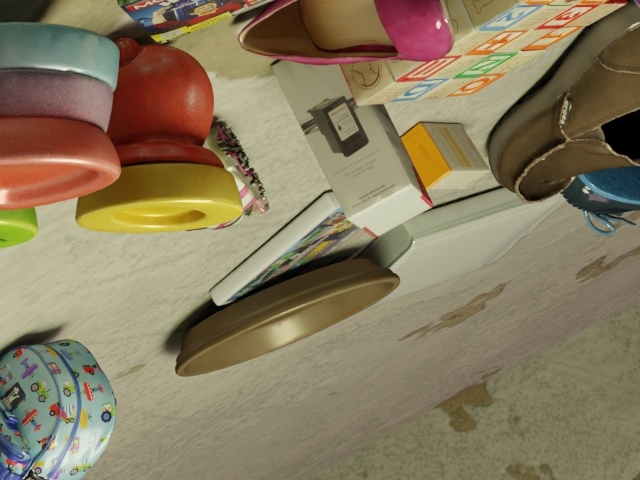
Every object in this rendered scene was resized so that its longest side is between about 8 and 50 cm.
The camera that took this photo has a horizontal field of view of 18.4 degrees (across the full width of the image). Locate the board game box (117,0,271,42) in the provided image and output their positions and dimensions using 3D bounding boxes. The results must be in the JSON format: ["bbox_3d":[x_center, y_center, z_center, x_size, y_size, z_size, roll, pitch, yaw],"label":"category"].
[{"bbox_3d":[-0.040,-0.201,1.262,0.194,0.060,0.194,-21,174,3],"label":"board game box"}]

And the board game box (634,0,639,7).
[{"bbox_3d":[0.459,-0.219,1.934,0.275,0.142,0.144,8,133,-48],"label":"board game box"}]

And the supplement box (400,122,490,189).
[{"bbox_3d":[0.127,-0.086,2.027,0.036,0.062,0.098,-38,163,25],"label":"supplement box"}]

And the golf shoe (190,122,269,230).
[{"bbox_3d":[-0.094,-0.044,1.720,0.086,0.067,0.186,-28,166,-4],"label":"golf shoe"}]

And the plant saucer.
[{"bbox_3d":[-0.042,0.085,2.248,0.278,0.041,0.278,-23,172,-4],"label":"plant saucer"}]

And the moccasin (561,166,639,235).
[{"bbox_3d":[0.367,-0.071,2.416,0.117,0.138,0.342,-34,165,32],"label":"moccasin"}]

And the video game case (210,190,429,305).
[{"bbox_3d":[0.000,0.000,2.151,0.201,0.023,0.183,-39,164,34],"label":"video game case"}]

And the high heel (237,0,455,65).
[{"bbox_3d":[0.016,-0.155,1.404,0.117,0.082,0.244,-22,-163,-9],"label":"high heel"}]

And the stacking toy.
[{"bbox_3d":[-0.226,-0.080,1.363,0.279,0.130,0.309,-7,170,19],"label":"stacking toy"}]

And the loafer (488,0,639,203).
[{"bbox_3d":[0.292,-0.122,2.098,0.133,0.130,0.366,-23,164,-25],"label":"loafer"}]

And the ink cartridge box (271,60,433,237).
[{"bbox_3d":[0.027,-0.088,1.650,0.063,0.150,0.109,-29,166,9],"label":"ink cartridge box"}]

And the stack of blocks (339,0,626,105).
[{"bbox_3d":[0.166,-0.212,1.539,0.297,0.087,0.171,-29,168,36],"label":"stack of blocks"}]

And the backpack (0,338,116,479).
[{"bbox_3d":[-0.289,0.180,1.932,0.173,0.158,0.117,-49,142,17],"label":"backpack"}]

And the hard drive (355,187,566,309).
[{"bbox_3d":[0.158,0.005,2.448,0.307,0.040,0.203,-18,161,-42],"label":"hard drive"}]
